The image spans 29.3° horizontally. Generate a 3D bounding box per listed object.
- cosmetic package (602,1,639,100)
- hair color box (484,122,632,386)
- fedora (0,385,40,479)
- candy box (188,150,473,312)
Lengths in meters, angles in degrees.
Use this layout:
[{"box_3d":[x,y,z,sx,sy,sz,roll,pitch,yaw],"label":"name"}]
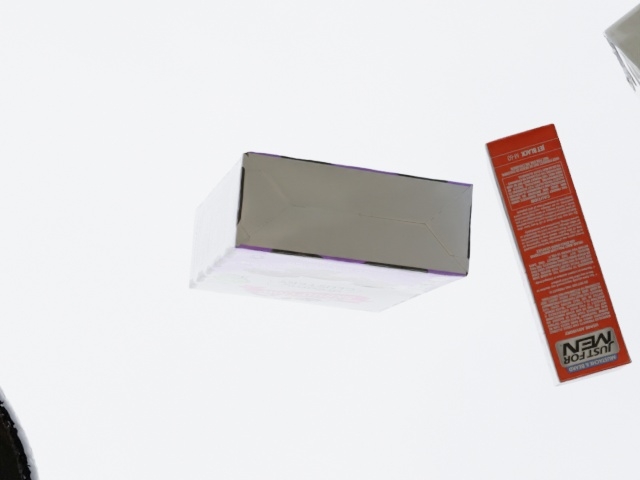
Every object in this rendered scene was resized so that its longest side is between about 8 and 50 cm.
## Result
[{"box_3d":[0.288,-0.114,0.519,0.296,0.153,0.129,-39,-116,13],"label":"cosmetic package"},{"box_3d":[0.161,0.013,0.842,0.053,0.093,0.167,-16,-100,7],"label":"hair color box"},{"box_3d":[-0.325,0.142,0.738,0.152,0.334,0.334,-33,-76,14],"label":"fedora"},{"box_3d":[0.000,0.000,0.905,0.165,0.196,0.070,7,-102,-14],"label":"candy box"}]
